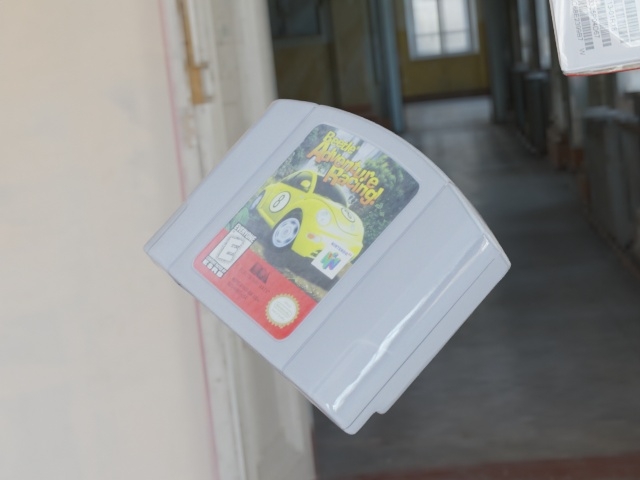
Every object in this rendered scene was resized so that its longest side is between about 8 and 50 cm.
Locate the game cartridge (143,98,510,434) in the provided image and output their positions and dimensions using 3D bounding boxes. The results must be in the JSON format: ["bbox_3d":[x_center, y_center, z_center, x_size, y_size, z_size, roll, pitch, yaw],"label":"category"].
[{"bbox_3d":[0.000,0.000,1.056,0.196,0.060,0.294,-46,42,-8],"label":"game cartridge"}]

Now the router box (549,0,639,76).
[{"bbox_3d":[0.189,-0.275,0.845,0.082,0.336,0.301,-8,5,22],"label":"router box"}]
